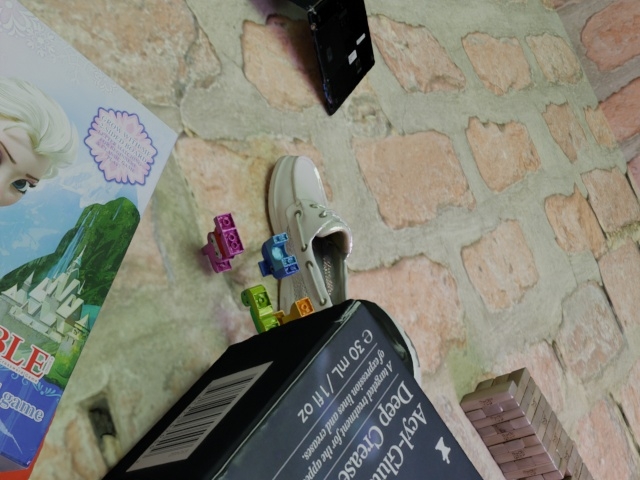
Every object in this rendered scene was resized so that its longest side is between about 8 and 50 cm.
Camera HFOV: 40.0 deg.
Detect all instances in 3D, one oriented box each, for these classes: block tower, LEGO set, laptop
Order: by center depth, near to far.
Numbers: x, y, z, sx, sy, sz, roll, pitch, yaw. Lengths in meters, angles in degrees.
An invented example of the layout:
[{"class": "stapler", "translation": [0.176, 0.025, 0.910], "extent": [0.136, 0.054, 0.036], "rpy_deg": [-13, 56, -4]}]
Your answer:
[{"class": "LEGO set", "translation": [-0.062, 0.081, 1.030], "extent": [0.087, 0.093, 0.227], "rpy_deg": [-17, 82, -32]}, {"class": "block tower", "translation": [0.352, 0.357, 1.383], "extent": [0.336, 0.091, 0.097], "rpy_deg": [57, 34, -10]}, {"class": "laptop", "translation": [-0.026, -0.365, 1.429], "extent": [0.234, 0.136, 0.265], "rpy_deg": [-56, 140, -51]}]

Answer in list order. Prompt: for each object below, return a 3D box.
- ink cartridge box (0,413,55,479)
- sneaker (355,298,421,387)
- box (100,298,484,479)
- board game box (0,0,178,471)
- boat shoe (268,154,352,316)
[{"class": "ink cartridge box", "translation": [-0.361, 0.136, 0.586], "extent": [0.385, 0.091, 0.308], "rpy_deg": [41, 40, -28]}, {"class": "sneaker", "translation": [0.064, 0.199, 1.066], "extent": [0.124, 0.107, 0.284], "rpy_deg": [31, 43, -61]}, {"class": "box", "translation": [0.006, 0.312, 0.815], "extent": [0.396, 0.212, 0.293], "rpy_deg": [56, 43, -12]}, {"class": "board game box", "translation": [-0.285, -0.047, 0.630], "extent": [0.318, 0.065, 0.318], "rpy_deg": [40, 51, -32]}, {"class": "boat shoe", "translation": [0.000, 0.000, 1.146], "extent": [0.098, 0.096, 0.277], "rpy_deg": [20, 53, -45]}]
